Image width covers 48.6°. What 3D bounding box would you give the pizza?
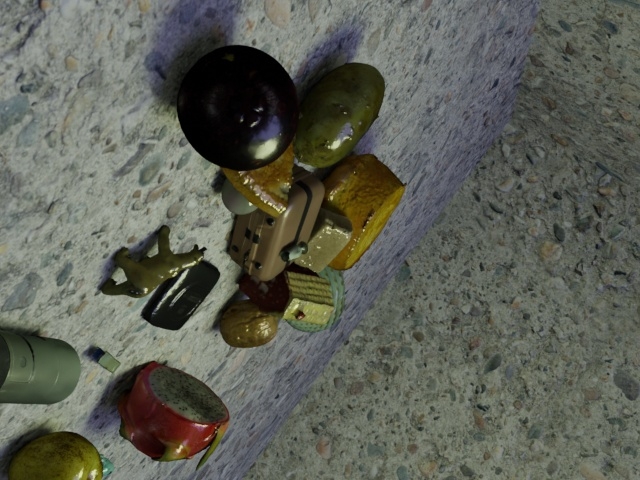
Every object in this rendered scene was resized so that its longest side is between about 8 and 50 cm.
[{"bbox_3d":[-0.118,-0.211,1.579,0.280,0.075,0.288,57,46,-29],"label":"pizza"}]

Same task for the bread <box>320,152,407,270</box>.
[{"bbox_3d":[0.087,-0.085,2.213,0.398,0.215,0.398,-51,168,-15],"label":"bread"}]

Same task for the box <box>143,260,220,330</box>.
[{"bbox_3d":[-0.338,0.137,1.771,0.201,0.042,0.212,-52,162,-4],"label":"box"}]

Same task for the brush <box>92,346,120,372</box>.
[{"bbox_3d":[-0.496,0.278,1.642,0.033,0.030,0.178,-57,175,-18],"label":"brush"}]

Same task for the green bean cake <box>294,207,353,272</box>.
[{"bbox_3d":[0.000,0.000,2.018,0.109,0.085,0.179,26,124,-30],"label":"green bean cake"}]

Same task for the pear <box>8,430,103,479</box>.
[{"bbox_3d":[-0.592,0.521,1.576,0.197,0.197,0.197,-48,161,-22],"label":"pear"}]

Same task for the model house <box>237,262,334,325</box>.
[{"bbox_3d":[-0.085,0.152,2.038,0.196,0.254,0.160,18,112,-46],"label":"model house"}]

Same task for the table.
[{"bbox_3d":[-0.539,0.228,1.262,0.126,0.126,0.220,-54,163,-3],"label":"table"}]

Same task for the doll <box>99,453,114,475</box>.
[{"bbox_3d":[-0.626,0.640,1.898,0.158,0.059,0.159,-26,145,-54],"label":"doll"}]

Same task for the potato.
[{"bbox_3d":[0.044,-0.314,1.733,0.307,0.173,0.210,-54,179,-24],"label":"potato"}]

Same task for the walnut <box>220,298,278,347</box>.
[{"bbox_3d":[-0.216,0.250,2.107,0.184,0.155,0.155,-14,170,14],"label":"walnut"}]

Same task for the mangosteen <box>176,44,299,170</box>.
[{"bbox_3d":[-0.154,-0.241,1.317,0.228,0.228,0.265,-54,-166,-3],"label":"mangosteen"}]

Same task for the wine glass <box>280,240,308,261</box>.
[{"bbox_3d":[-0.070,0.031,1.830,0.083,0.042,0.039,-28,110,-49],"label":"wine glass"}]

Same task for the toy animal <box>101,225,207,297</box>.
[{"bbox_3d":[-0.347,0.056,1.499,0.218,0.101,0.103,-36,152,-47],"label":"toy animal"}]

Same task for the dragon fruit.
[{"bbox_3d":[-0.398,0.464,1.839,0.189,0.290,0.290,-56,163,5],"label":"dragon fruit"}]

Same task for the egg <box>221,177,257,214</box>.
[{"bbox_3d":[-0.171,-0.123,1.636,0.135,0.103,0.103,-58,163,-4],"label":"egg"}]

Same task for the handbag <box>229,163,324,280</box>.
[{"bbox_3d":[-0.096,-0.066,1.874,0.283,0.149,0.302,-39,154,-47],"label":"handbag"}]

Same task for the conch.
[{"bbox_3d":[-0.028,0.184,2.417,0.319,0.215,0.303,-28,138,-58],"label":"conch"}]
